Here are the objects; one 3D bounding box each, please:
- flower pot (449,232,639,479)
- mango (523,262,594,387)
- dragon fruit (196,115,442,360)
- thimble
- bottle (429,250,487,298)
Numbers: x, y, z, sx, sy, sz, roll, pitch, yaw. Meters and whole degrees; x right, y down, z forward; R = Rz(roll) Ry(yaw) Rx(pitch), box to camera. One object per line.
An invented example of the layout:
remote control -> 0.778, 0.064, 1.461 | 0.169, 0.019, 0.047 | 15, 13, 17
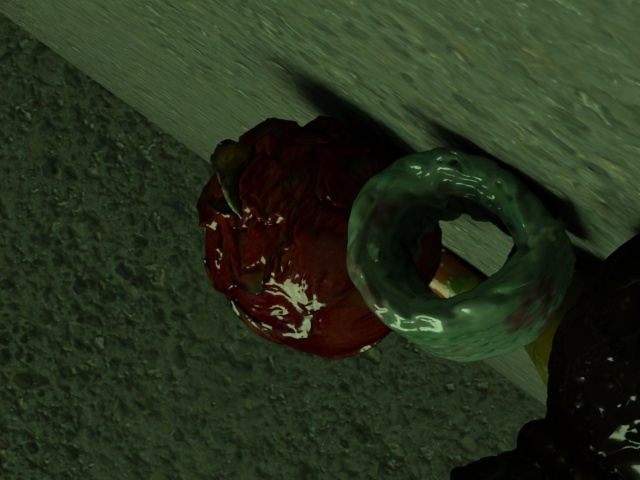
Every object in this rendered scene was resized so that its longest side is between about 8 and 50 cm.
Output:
flower pot -> 0.264, 0.171, 1.195 | 0.266, 0.267, 0.266 | 47, 179, 1
mango -> 0.315, 0.135, 1.474 | 0.329, 0.175, 0.176 | 53, 155, 7
dragon fruit -> 0.000, 0.000, 1.670 | 0.277, 0.277, 0.342 | 31, 172, 46
thimble -> 0.140, 0.015, 1.381 | 0.211, 0.185, 0.149 | -3, 162, 20
bottle -> 0.181, 0.052, 2.120 | 0.187, 0.069, 0.069 | 35, 176, 1
